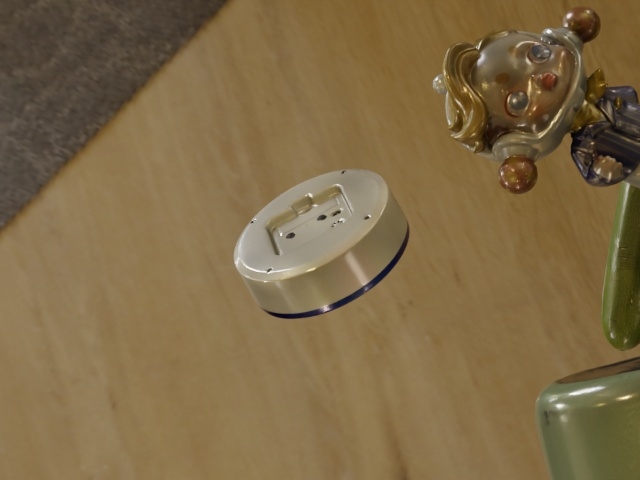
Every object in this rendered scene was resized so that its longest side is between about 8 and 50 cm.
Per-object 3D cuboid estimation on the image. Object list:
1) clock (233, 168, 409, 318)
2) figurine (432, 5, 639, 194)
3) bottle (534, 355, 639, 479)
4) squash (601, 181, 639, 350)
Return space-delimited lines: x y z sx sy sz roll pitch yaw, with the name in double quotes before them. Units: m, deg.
"clock" 0.000 0.000 1.865 0.230 0.083 0.230 -22 28 12
"figurine" 0.252 -0.130 1.385 0.274 0.133 0.193 2 77 -1
"bottle" 0.267 0.252 0.994 0.168 0.168 0.347 -14 85 17
"squash" 0.360 0.003 1.588 0.066 0.066 0.252 11 104 22
